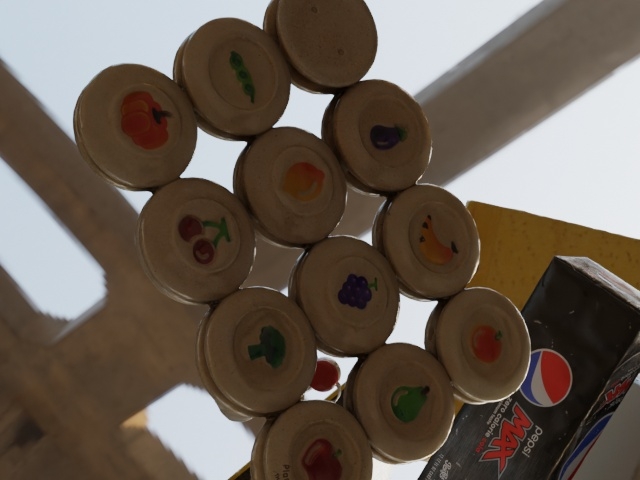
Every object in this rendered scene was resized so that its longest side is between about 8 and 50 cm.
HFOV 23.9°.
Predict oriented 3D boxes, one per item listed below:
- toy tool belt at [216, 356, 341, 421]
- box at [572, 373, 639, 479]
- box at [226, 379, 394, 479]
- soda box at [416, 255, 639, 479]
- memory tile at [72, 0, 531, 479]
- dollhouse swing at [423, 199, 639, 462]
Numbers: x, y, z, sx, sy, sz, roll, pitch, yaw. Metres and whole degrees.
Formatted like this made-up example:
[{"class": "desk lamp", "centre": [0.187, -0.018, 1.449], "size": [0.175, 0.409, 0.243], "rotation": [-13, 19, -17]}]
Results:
[{"class": "toy tool belt", "centre": [-0.022, 0.078, 0.900], "size": [0.051, 0.083, 0.052], "rotation": [-25, -75, -69]}, {"class": "box", "centre": [0.166, 0.237, 0.850], "size": [0.148, 0.121, 0.311], "rotation": [23, -87, -12]}, {"class": "box", "centre": [-0.021, 0.310, 1.691], "size": [0.079, 0.257, 0.322], "rotation": [30, -146, 19]}, {"class": "soda box", "centre": [0.105, 0.092, 0.759], "size": [0.060, 0.169, 0.053], "rotation": [36, -165, 24]}, {"class": "memory tile", "centre": [0.000, 0.000, 0.452], "size": [0.113, 0.012, 0.148], "rotation": [-30, -86, -34]}, {"class": "dollhouse swing", "centre": [0.249, 0.156, 1.232], "size": [0.347, 0.305, 0.315], "rotation": [14, -123, 4]}]
